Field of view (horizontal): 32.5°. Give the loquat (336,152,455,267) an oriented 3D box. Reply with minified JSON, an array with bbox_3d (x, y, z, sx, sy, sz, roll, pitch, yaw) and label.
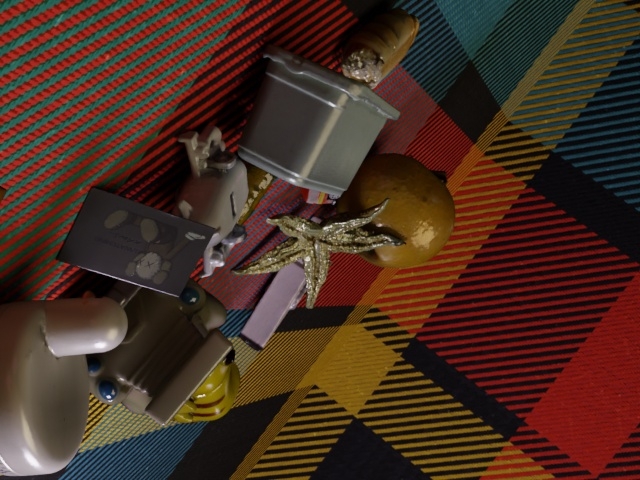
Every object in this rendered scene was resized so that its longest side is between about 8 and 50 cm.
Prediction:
[{"bbox_3d":[0.177,-0.069,2.484,0.275,0.275,0.275,-48,166,-17],"label":"loquat"}]

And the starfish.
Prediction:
[{"bbox_3d":[-0.002,-0.003,2.274,0.347,0.078,0.358,-30,144,11],"label":"starfish"}]

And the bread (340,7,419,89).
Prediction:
[{"bbox_3d":[0.105,-0.345,1.958,0.177,0.084,0.119,-44,165,-34],"label":"bread"}]

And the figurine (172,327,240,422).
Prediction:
[{"bbox_3d":[-0.257,0.249,2.110,0.327,0.218,0.169,85,1,-57],"label":"figurine"}]

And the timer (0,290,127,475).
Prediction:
[{"bbox_3d":[-0.366,0.188,1.442,0.233,0.240,0.233,-6,90,-80],"label":"timer"}]

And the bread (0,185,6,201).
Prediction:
[{"bbox_3d":[-0.404,-0.054,1.112,0.088,0.049,0.226,-52,165,-4],"label":"bread"}]

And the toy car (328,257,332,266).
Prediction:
[{"bbox_3d":[-0.018,0.053,2.611,0.073,0.054,0.143,-56,167,9],"label":"toy car"}]

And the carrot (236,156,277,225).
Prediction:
[{"bbox_3d":[-0.149,-0.065,1.847,0.173,0.082,0.082,-51,166,-9],"label":"carrot"}]

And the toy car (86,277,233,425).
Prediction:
[{"bbox_3d":[-0.252,0.169,1.758,0.242,0.226,0.336,-50,171,-7],"label":"toy car"}]

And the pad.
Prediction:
[{"bbox_3d":[-0.258,0.005,1.540,0.127,0.190,0.004,-59,-153,23],"label":"pad"}]

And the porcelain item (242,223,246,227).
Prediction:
[{"bbox_3d":[-0.168,-0.014,2.020,0.036,0.028,0.083,-42,176,36],"label":"porcelain item"}]

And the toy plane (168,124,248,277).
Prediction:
[{"bbox_3d":[-0.181,-0.053,1.665,0.244,0.117,0.245,3,90,-76],"label":"toy plane"}]

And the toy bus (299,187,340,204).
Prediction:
[{"bbox_3d":[0.006,-0.142,2.140,0.077,0.079,0.174,-8,150,-17],"label":"toy bus"}]

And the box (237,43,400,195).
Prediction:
[{"bbox_3d":[-0.009,-0.181,1.754,0.182,0.175,0.312,-64,165,5],"label":"box"}]

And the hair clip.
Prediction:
[{"bbox_3d":[-0.068,0.097,2.495,0.331,0.085,0.101,-55,168,4],"label":"hair clip"}]
